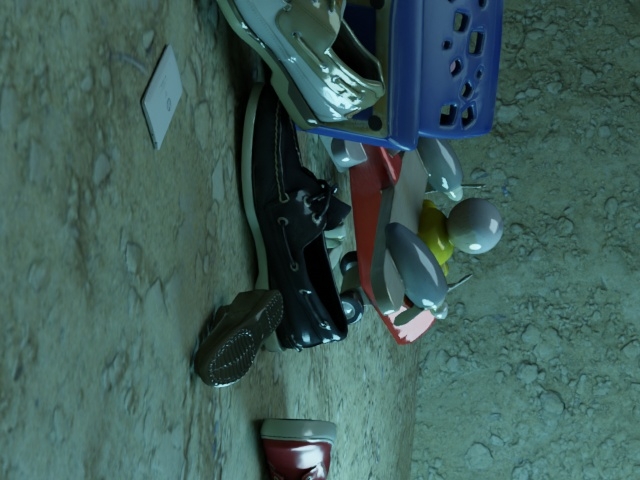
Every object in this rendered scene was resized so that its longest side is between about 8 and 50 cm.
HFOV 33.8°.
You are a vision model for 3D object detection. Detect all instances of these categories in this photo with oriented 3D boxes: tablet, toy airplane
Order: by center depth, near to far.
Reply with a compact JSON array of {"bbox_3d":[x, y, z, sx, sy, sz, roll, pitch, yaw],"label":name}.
[{"bbox_3d":[-0.134,-0.124,0.903,0.054,0.006,0.083,81,17,-45],"label":"tablet"},{"bbox_3d":[0.141,-0.049,1.602,0.384,0.272,0.386,49,45,-73],"label":"toy airplane"}]

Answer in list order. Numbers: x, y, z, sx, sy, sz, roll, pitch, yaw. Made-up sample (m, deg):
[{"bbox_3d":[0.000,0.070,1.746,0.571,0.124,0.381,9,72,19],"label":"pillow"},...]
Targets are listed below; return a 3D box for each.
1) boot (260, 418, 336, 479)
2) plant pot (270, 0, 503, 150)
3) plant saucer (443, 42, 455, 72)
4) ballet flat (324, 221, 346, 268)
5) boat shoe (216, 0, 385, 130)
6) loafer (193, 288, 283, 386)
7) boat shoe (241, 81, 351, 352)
[{"bbox_3d":[-0.030,0.315,1.301,0.244,0.088,0.176,72,25,-69],"label":"boot"},{"bbox_3d":[0.067,-0.236,1.258,0.212,0.236,0.236,-27,125,-49],"label":"plant pot"},{"bbox_3d":[0.101,-0.349,1.559,0.332,0.084,0.332,159,-90,-84],"label":"plant saucer"},{"bbox_3d":[0.000,0.000,1.427,0.206,0.067,0.073,-75,162,-49],"label":"ballet flat"},{"bbox_3d":[-0.025,-0.234,1.052,0.302,0.103,0.113,52,30,-51],"label":"boat shoe"},{"bbox_3d":[-0.089,0.097,1.066,0.148,0.050,0.056,-43,132,-52],"label":"loafer"},{"bbox_3d":[-0.019,-0.019,1.214,0.127,0.113,0.340,-60,150,-64],"label":"boat shoe"}]
